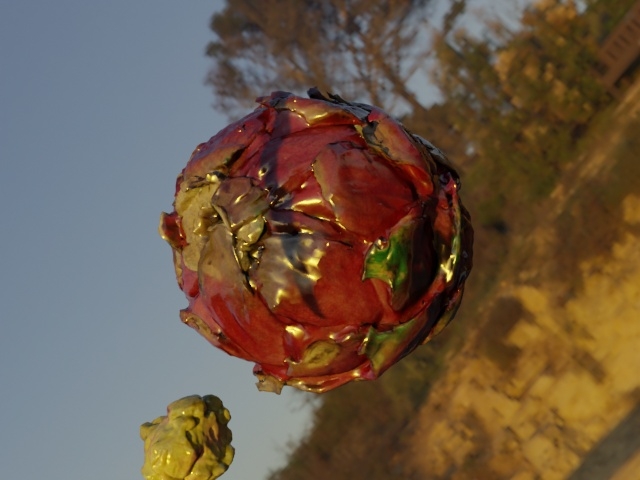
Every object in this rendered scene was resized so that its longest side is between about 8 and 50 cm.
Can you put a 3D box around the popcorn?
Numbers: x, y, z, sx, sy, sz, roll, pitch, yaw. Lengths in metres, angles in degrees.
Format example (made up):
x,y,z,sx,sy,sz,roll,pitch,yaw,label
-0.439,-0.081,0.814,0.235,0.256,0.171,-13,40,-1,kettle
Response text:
x,y,z,sx,sy,sz,roll,pitch,yaw,label
-0.147,0.227,1.348,0.089,0.097,0.109,-30,17,44,popcorn

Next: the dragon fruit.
x,y,z,sx,sy,sz,roll,pitch,yaw,label
0.002,0.002,1.256,0.329,0.329,0.329,-45,-12,-12,dragon fruit
